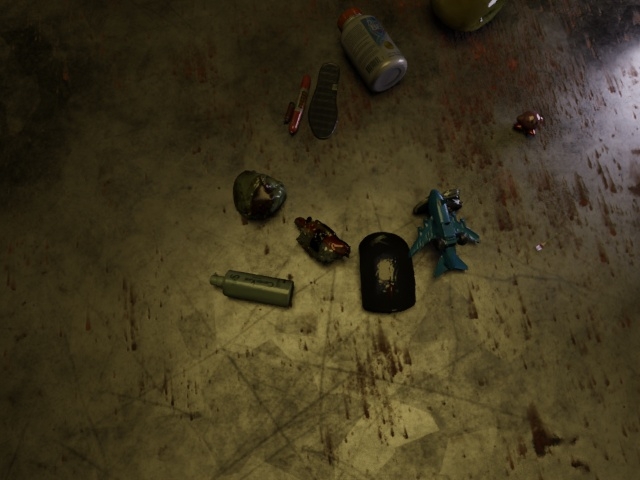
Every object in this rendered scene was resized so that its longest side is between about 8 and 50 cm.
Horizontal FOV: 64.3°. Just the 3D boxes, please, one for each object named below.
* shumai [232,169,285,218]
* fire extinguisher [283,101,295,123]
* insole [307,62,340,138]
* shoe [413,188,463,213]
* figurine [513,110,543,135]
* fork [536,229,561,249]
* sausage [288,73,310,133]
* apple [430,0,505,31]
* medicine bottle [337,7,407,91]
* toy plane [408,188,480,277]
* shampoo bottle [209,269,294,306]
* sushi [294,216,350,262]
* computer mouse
[{"bbox_3d":[-0.214,-0.160,1.657,0.184,0.142,0.184,1,75,-2],"label":"shumai"},{"bbox_3d":[-0.112,-0.450,1.805,0.028,0.022,0.083,2,69,42],"label":"fire extinguisher"},{"bbox_3d":[0.020,-0.502,1.822,0.110,0.012,0.309,9,74,5],"label":"insole"},{"bbox_3d":[0.392,-0.103,1.668,0.169,0.071,0.099,-19,80,-5],"label":"shoe"},{"bbox_3d":[0.716,-0.411,1.751,0.083,0.071,0.067,21,33,-1],"label":"figurine"},{"bbox_3d":[0.742,-0.001,1.658,0.115,0.012,0.016,-35,80,-14],"label":"fork"},{"bbox_3d":[-0.072,-0.487,1.808,0.034,0.034,0.253,12,73,5],"label":"sausage"},{"bbox_3d":[0.527,-0.883,1.807,0.263,0.262,0.262,0,73,1],"label":"apple"},{"bbox_3d":[0.170,-0.680,1.797,0.157,0.157,0.288,-28,75,-7],"label":"medicine bottle"},{"bbox_3d":[0.384,-0.028,1.594,0.254,0.105,0.271,-12,96,-17],"label":"toy plane"},{"bbox_3d":[-0.218,0.145,1.594,0.263,0.085,0.085,9,74,4],"label":"shampoo bottle"},{"bbox_3d":[-0.003,0.003,1.628,0.103,0.097,0.226,-42,62,-16],"label":"sushi"},{"bbox_3d":[0.207,0.092,1.594,0.170,0.100,0.269,-4,73,2],"label":"computer mouse"}]
